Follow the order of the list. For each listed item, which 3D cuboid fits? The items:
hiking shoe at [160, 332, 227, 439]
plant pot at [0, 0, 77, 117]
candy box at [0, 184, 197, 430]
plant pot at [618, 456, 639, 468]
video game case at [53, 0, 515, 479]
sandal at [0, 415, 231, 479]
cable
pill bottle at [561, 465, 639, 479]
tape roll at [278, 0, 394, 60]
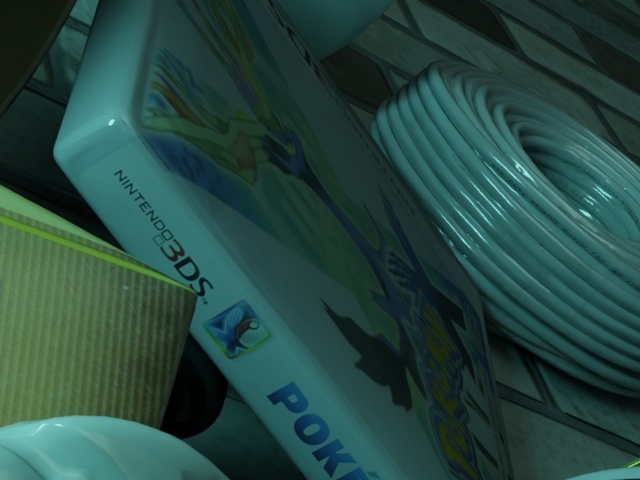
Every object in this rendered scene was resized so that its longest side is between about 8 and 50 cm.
[{"bbox_3d":[-0.120,0.063,0.587,0.226,0.086,0.114,12,50,-42],"label":"hiking shoe"},{"bbox_3d":[-0.224,-0.159,0.619,0.191,0.284,0.284,29,18,20],"label":"plant pot"},{"bbox_3d":[-0.199,0.028,0.419,0.316,0.087,0.183,29,50,-20],"label":"candy box"},{"bbox_3d":[0.168,0.161,0.780,0.095,0.134,0.134,61,20,-9],"label":"plant pot"},{"bbox_3d":[0.000,0.000,0.786,0.300,0.036,0.329,54,16,-23],"label":"video game case"},{"bbox_3d":[-0.153,0.161,0.281,0.416,0.102,0.169,-20,82,-45],"label":"sandal"},{"bbox_3d":[0.143,-0.014,1.102,0.257,0.089,0.257,35,22,-9],"label":"cable"},{"bbox_3d":[0.090,0.180,0.523,0.181,0.181,0.323,41,22,8],"label":"pill bottle"},{"bbox_3d":[-0.018,-0.250,1.060,0.100,0.286,0.286,22,27,-32],"label":"tape roll"}]
